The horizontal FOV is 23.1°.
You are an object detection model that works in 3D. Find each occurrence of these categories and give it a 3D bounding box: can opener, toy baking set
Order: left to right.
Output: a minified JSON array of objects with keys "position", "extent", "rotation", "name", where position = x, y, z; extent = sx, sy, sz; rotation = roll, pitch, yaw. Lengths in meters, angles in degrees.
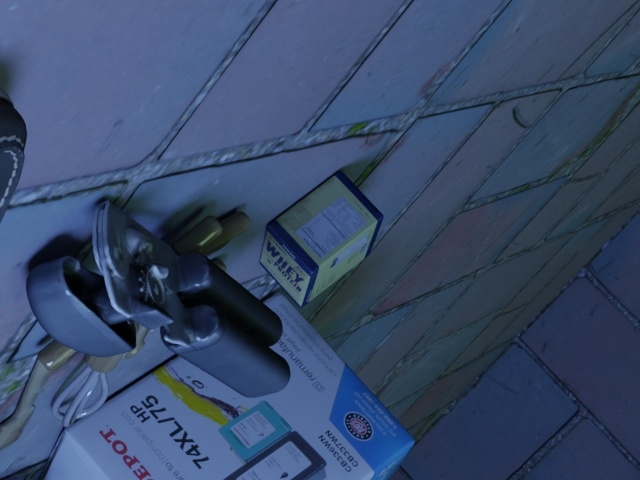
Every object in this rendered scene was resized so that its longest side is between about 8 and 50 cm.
[{"position":[-0.150,0.075,1.193],"extent":[0.256,0.030,0.197],"rotation":[-39,166,-16],"name":"toy baking set"},{"position":[-0.110,0.053,1.092],"extent":[0.095,0.076,0.283],"rotation":[-16,157,13],"name":"can opener"}]

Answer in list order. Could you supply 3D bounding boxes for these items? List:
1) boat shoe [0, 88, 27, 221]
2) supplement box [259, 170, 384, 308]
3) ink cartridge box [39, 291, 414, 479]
[{"position":[-0.248,0.070,0.770],"extent":[0.335,0.095,0.112],"rotation":[-44,166,6],"name":"boat shoe"},{"position":[0.000,0.000,1.329],"extent":[0.083,0.056,0.083],"rotation":[-38,165,-21],"name":"supplement box"},{"position":[-0.096,0.224,1.437],"extent":[0.270,0.198,0.197],"rotation":[-32,163,-38],"name":"ink cartridge box"}]
